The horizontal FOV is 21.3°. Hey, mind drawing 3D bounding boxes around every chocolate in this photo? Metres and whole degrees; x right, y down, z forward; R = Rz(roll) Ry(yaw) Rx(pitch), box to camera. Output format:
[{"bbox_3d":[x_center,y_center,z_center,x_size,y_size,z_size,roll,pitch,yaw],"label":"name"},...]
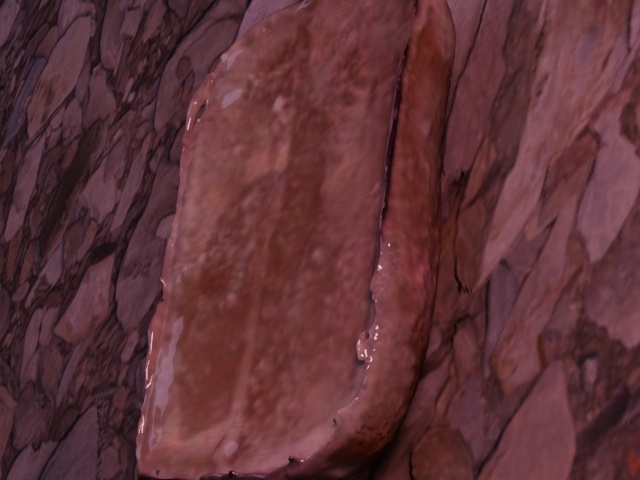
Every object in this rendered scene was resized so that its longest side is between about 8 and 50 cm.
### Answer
[{"bbox_3d":[0.000,0.000,0.945,0.185,0.100,0.303,-19,56,45],"label":"chocolate"}]
